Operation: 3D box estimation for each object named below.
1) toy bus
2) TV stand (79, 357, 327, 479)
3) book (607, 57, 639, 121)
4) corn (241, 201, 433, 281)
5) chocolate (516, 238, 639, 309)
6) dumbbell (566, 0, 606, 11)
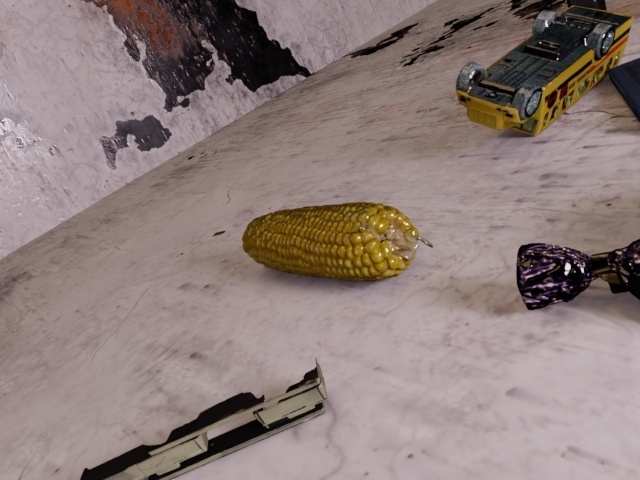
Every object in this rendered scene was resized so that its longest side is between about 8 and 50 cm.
[{"bbox_3d":[0.356,-0.266,0.890,0.335,0.123,0.121,-38,50,-25],"label":"toy bus"},{"bbox_3d":[-0.108,0.182,0.524,0.249,0.042,0.036,-25,25,4],"label":"TV stand"},{"bbox_3d":[0.526,-0.232,0.779,0.191,0.025,0.269,-15,25,24],"label":"book"},{"bbox_3d":[0.000,0.000,0.732,0.310,0.101,0.101,2,35,46],"label":"corn"},{"bbox_3d":[0.243,0.031,0.469,0.147,0.072,0.070,3,-6,36],"label":"chocolate"},{"bbox_3d":[0.633,-0.529,1.154,0.218,0.152,0.152,-8,28,36],"label":"dumbbell"}]
